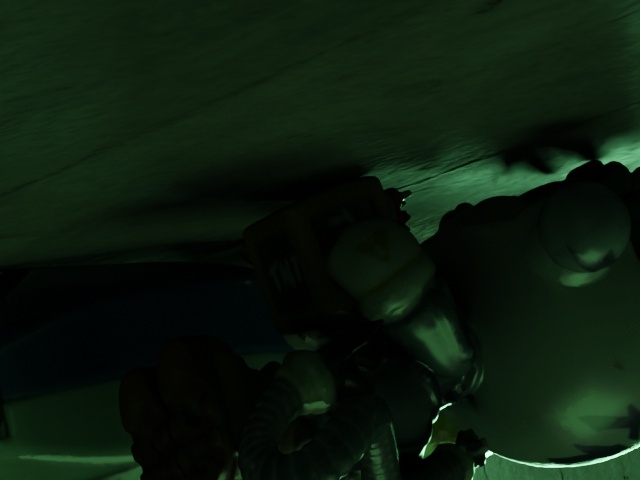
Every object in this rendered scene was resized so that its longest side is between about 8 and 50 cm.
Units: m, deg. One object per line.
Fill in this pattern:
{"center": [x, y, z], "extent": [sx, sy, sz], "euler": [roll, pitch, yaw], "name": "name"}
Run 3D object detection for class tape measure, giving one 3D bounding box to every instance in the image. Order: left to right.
{"center": [-0.131, 0.112, 1.260], "extent": [0.262, 0.138, 0.259], "euler": [-4, 166, -16], "name": "tape measure"}

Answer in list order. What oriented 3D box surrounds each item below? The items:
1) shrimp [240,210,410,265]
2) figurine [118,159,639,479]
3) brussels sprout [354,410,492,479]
{"center": [0.000, 0.000, 1.203], "extent": [0.108, 0.023, 0.059], "euler": [-15, 162, 24], "name": "shrimp"}
{"center": [0.074, 0.051, 1.110], "extent": [0.381, 0.186, 0.261], "euler": [-11, 178, -30], "name": "figurine"}
{"center": [0.062, 0.113, 1.501], "extent": [0.223, 0.161, 0.223], "euler": [-34, 170, -7], "name": "brussels sprout"}
